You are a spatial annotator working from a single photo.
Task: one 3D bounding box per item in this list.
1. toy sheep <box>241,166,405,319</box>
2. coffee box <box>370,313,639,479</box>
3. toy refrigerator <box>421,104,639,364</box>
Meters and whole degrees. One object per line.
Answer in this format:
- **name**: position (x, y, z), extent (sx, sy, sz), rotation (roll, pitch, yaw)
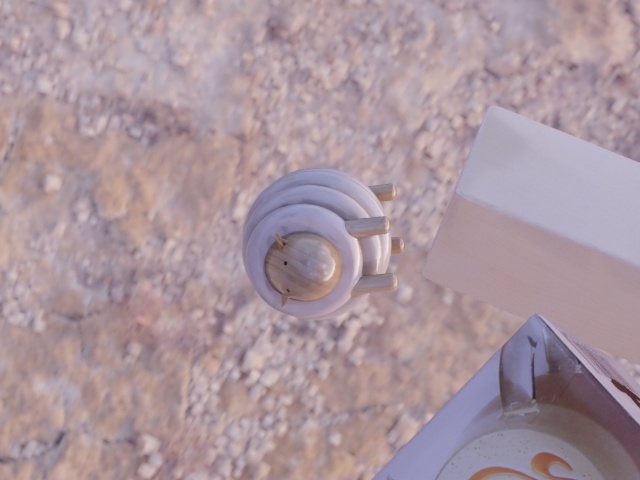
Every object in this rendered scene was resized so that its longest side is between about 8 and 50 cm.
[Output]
- **toy sheep**: position (0.000, 0.000, 0.921), extent (0.091, 0.091, 0.132), rotation (29, 16, -1)
- **coffee box**: position (0.132, 0.168, 0.677), extent (0.098, 0.141, 0.246), rotation (30, 17, -53)
- **toy refrigerator**: position (0.215, 0.013, 1.115), extent (0.269, 0.102, 0.094), rotation (21, 55, 3)
